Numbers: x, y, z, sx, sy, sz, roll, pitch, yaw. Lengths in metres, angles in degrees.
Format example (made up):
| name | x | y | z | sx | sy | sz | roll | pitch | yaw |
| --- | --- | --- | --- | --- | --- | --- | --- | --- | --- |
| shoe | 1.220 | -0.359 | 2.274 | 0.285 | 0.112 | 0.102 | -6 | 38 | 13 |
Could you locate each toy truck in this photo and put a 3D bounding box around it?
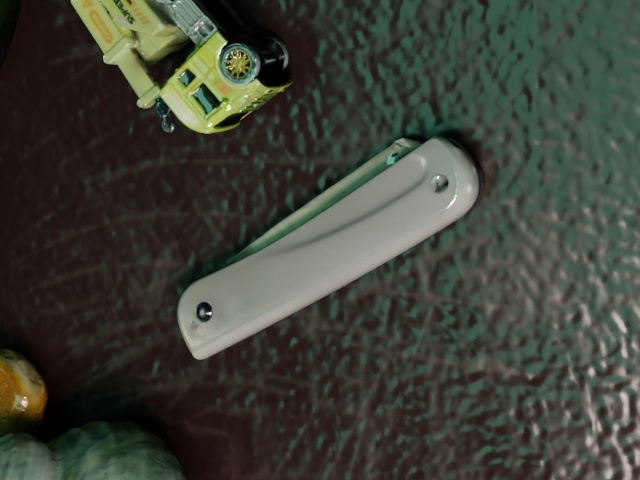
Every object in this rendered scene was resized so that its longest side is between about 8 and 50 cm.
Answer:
| name | x | y | z | sx | sy | sz | roll | pitch | yaw |
| --- | --- | --- | --- | --- | --- | --- | --- | --- | --- |
| toy truck | -0.107 | -0.150 | 1.252 | 0.100 | 0.077 | 0.169 | -42 | 86 | 21 |

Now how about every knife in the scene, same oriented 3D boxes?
| name | x | y | z | sx | sy | sz | roll | pitch | yaw |
| --- | --- | --- | --- | --- | --- | --- | --- | --- | --- |
| knife | 0.001 | 0.003 | 1.263 | 0.265 | 0.040 | 0.073 | -32 | 77 | 24 |

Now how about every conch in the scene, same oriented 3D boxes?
| name | x | y | z | sx | sy | sz | roll | pitch | yaw |
| --- | --- | --- | --- | --- | --- | --- | --- | --- | --- |
| conch | -0.175 | 0.242 | 1.320 | 0.277 | 0.195 | 0.220 | 37 | 144 | -15 |

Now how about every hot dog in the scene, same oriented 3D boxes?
| name | x | y | z | sx | sy | sz | roll | pitch | yaw |
| --- | --- | --- | --- | --- | --- | --- | --- | --- | --- |
| hot dog | -0.308 | 0.200 | 1.411 | 0.286 | 0.061 | 0.088 | -46 | 70 | 25 |

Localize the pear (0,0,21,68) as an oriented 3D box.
| name | x | y | z | sx | sy | sz | roll | pitch | yaw |
| --- | --- | --- | --- | --- | --- | --- | --- | --- | --- |
| pear | -0.436 | -0.217 | 1.281 | 0.399 | 0.165 | 0.399 | 9 | 117 | 19 |
